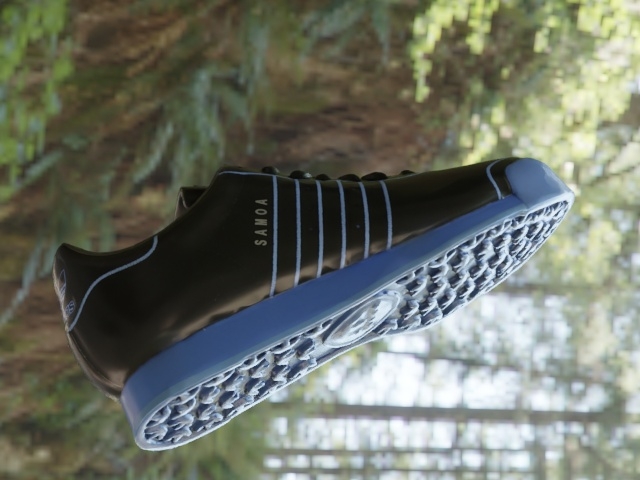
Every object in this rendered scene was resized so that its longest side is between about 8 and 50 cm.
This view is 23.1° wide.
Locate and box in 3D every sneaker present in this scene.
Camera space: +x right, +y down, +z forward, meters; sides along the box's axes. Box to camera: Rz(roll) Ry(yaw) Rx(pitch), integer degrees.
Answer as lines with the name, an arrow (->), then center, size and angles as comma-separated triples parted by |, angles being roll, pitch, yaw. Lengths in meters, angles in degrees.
sneaker -> 0.000, 0.000, 0.661 | 0.090, 0.232, 0.081 | 55, -31, 22
